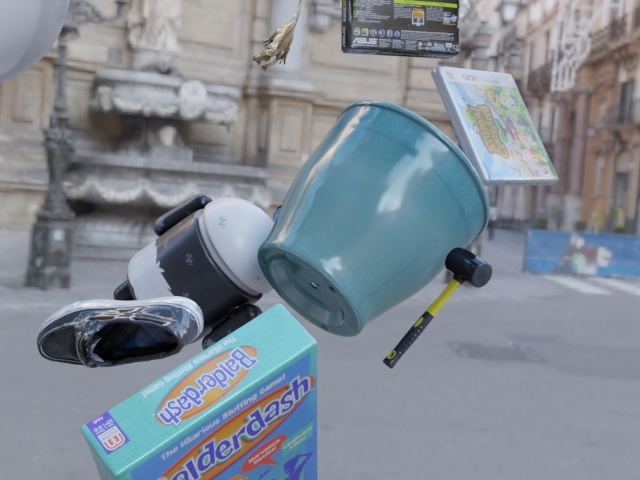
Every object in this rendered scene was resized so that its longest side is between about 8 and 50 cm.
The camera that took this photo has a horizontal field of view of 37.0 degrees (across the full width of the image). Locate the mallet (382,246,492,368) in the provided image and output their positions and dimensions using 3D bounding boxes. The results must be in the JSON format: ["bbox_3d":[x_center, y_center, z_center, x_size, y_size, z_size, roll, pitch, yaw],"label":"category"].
[{"bbox_3d":[0.154,0.094,1.252,0.062,0.190,0.039,23,-17,49],"label":"mallet"}]

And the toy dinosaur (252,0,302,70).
[{"bbox_3d":[-0.061,-0.341,1.607,0.053,0.183,0.092,33,-32,-8],"label":"toy dinosaur"}]

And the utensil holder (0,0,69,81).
[{"bbox_3d":[-0.474,-0.237,0.854,0.327,0.328,0.385,6,30,26],"label":"utensil holder"}]

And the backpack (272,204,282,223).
[{"bbox_3d":[0.000,0.000,1.645,0.116,0.158,0.173,-5,4,16],"label":"backpack"}]

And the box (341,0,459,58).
[{"bbox_3d":[0.127,-0.386,1.512,0.190,0.184,0.045,-1,-1,-17],"label":"box"}]

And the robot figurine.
[{"bbox_3d":[-0.183,0.053,1.488,0.278,0.209,0.173,-34,12,15],"label":"robot figurine"}]

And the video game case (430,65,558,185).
[{"bbox_3d":[0.287,-0.187,1.567,0.193,0.213,0.023,-4,-24,-41],"label":"video game case"}]

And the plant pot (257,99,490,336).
[{"bbox_3d":[0.056,-0.014,1.353,0.271,0.272,0.255,9,49,50],"label":"plant pot"}]

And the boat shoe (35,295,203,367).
[{"bbox_3d":[-0.252,0.121,1.147,0.228,0.080,0.076,-6,23,17],"label":"boat shoe"}]

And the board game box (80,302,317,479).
[{"bbox_3d":[-0.076,0.160,0.697,0.160,0.210,0.047,-31,55,-24],"label":"board game box"}]
